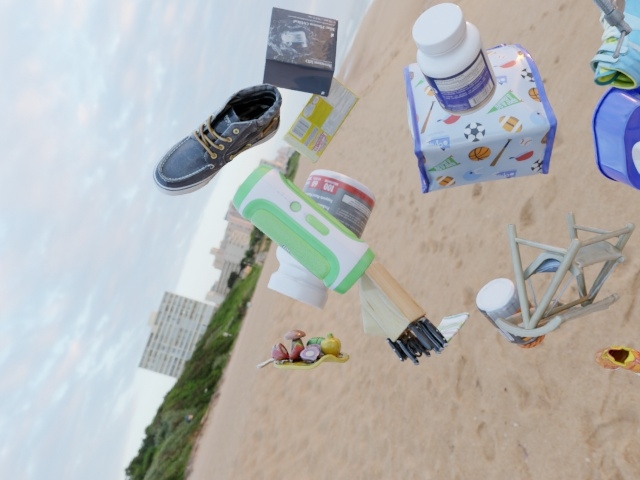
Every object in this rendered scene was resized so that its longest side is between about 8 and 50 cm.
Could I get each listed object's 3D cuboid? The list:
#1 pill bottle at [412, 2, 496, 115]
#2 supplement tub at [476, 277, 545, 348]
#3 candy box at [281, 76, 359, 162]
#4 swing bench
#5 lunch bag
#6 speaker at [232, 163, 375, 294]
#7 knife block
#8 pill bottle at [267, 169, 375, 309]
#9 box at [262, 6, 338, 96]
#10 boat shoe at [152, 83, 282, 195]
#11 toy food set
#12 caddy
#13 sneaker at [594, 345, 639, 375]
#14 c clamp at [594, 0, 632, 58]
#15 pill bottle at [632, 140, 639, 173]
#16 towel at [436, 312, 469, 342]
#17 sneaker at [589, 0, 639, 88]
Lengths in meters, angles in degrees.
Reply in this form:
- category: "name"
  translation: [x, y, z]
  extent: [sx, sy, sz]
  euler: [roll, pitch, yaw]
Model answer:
- category: "pill bottle"
  translation: [0.234, -0.316, 0.866]
  extent: [0.187, 0.112, 0.111]
  euler: [37, -115, -51]
- category: "supplement tub"
  translation: [0.517, 0.200, 1.323]
  extent: [0.117, 0.190, 0.117]
  euler: [-38, 24, 20]
- category: "candy box"
  translation: [0.001, -0.309, 1.241]
  extent: [0.205, 0.105, 0.027]
  euler: [-56, 19, -6]
- category: "swing bench"
  translation: [0.555, 0.084, 1.118]
  extent: [0.165, 0.253, 0.254]
  euler: [22, 116, 52]
- category: "lunch bag"
  translation: [0.393, -0.340, 1.282]
  extent: [0.239, 0.328, 0.385]
  euler: [64, -160, -57]
- category: "speaker"
  translation: [-0.035, -0.023, 1.013]
  extent: [0.131, 0.297, 0.131]
  euler: [-50, -2, -2]
- category: "knife block"
  translation: [0.234, 0.204, 1.386]
  extent: [0.242, 0.088, 0.275]
  euler: [0, 100, 43]
- category: "pill bottle"
  translation: [0.000, 0.000, 1.404]
  extent: [0.210, 0.210, 0.362]
  euler: [144, 150, -81]
- category: "box"
  translation: [-0.045, -0.430, 1.123]
  extent: [0.093, 0.156, 0.158]
  euler: [116, 160, -66]
- category: "boat shoe"
  translation: [-0.127, -0.126, 0.594]
  extent: [0.183, 0.065, 0.083]
  euler: [-37, -4, -14]
- category: "toy food set"
  translation: [-0.041, 0.241, 1.109]
  extent: [0.128, 0.218, 0.071]
  euler: [-6, -92, -59]
- category: "caddy"
  translation: [0.942, -0.317, 1.445]
  extent: [0.179, 0.241, 0.341]
  euler: [-107, -7, -61]
- category: "sneaker"
  translation: [0.676, 0.261, 1.121]
  extent: [0.064, 0.067, 0.175]
  euler: [-58, -5, -10]
- category: "c clamp"
  translation: [0.320, -0.308, 0.577]
  extent: [0.137, 0.160, 0.022]
  euler: [-52, 12, -34]
- category: "pill bottle"
  translation: [0.918, -0.234, 1.229]
  extent: [0.215, 0.117, 0.117]
  euler: [-23, 31, 15]
- category: "towel"
  translation: [0.387, 0.279, 1.525]
  extent: [0.152, 0.023, 0.113]
  euler: [-36, 1, -37]
- category: "sneaker"
  translation: [0.725, -0.513, 1.219]
  extent: [0.208, 0.319, 0.127]
  euler: [-40, -23, 15]
